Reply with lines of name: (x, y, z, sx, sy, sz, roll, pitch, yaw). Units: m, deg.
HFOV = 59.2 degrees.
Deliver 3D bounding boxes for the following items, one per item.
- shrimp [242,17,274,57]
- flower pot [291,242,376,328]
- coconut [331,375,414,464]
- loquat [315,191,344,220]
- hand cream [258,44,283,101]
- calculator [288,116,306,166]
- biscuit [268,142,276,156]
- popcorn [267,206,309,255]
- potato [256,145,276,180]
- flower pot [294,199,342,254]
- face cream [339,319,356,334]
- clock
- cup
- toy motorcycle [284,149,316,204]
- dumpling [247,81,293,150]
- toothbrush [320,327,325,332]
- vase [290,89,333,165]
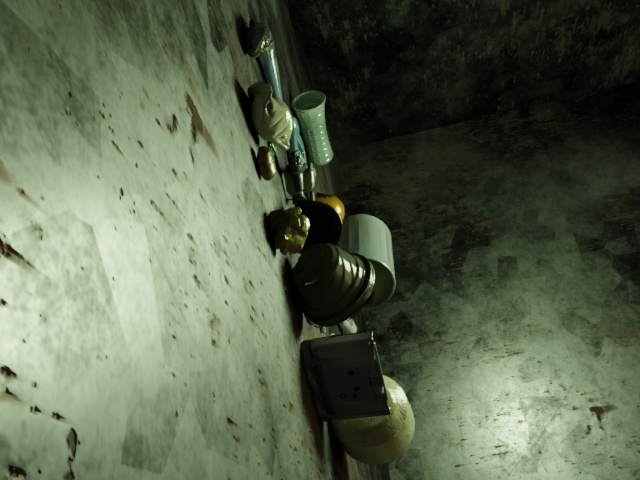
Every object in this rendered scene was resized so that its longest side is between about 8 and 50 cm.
shrimp: (-0.167, -0.562, 1.551, 0.090, 0.079, 0.233, 33, 27, -21)
flower pot: (0.015, 0.100, 1.469, 0.140, 0.235, 0.235, 45, 26, -34)
coconut: (0.153, 0.524, 1.654, 0.266, 0.237, 0.237, 64, 14, -45)
loquat: (0.016, -0.106, 2.048, 0.141, 0.141, 0.141, -12, 90, -83)
hand cream: (-0.148, -0.506, 1.724, 0.271, 0.058, 0.091, 76, -1, -52)
calculator: (-0.077, -0.278, 1.948, 0.188, 0.042, 0.302, 53, 27, -72)
biscuit: (-0.133, -0.277, 1.577, 0.046, 0.016, 0.089, 71, 10, -45)
popcorn: (-0.077, -0.023, 1.336, 0.097, 0.089, 0.109, 20, -61, 56)
potato: (-0.130, -0.183, 1.339, 0.051, 0.040, 0.083, -39, 125, -57)
flower pot: (-0.025, -0.043, 1.567, 0.107, 0.157, 0.157, -121, -165, -70)
face cream: (0.090, 0.313, 2.260, 0.243, 0.058, 0.092, 60, 24, -52)
clock: (0.065, 0.349, 1.424, 0.083, 0.186, 0.253, -73, 151, -65)
cup: (0.131, 0.099, 2.096, 0.323, 0.237, 0.327, -56, -164, 28)
toy motorcycle: (-0.059, -0.177, 1.723, 0.263, 0.091, 0.157, 37, 46, -83)
dumpling: (-0.134, -0.306, 1.392, 0.134, 0.100, 0.169, 35, -5, 41)
toothbrush: (0.015, 0.241, 1.882, 0.263, 0.022, 0.026, -80, 169, -72)
vase: (-0.025, -0.458, 2.340, 0.299, 0.143, 0.143, 76, 6, -47)
